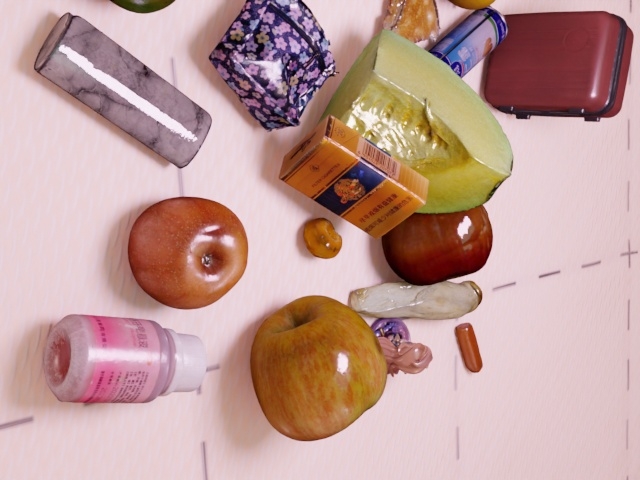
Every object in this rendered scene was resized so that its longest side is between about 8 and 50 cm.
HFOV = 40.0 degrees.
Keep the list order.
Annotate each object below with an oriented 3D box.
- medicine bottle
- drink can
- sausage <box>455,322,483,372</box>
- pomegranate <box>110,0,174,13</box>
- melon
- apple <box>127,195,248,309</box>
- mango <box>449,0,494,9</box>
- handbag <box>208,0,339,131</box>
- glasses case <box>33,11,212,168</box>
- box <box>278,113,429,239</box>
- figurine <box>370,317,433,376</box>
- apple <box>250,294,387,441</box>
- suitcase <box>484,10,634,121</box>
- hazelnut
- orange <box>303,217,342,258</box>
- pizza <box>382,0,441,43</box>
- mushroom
[{"bbox_3d":[-0.316,0.197,1.449,0.247,0.147,0.147,9,91,-40],"label":"medicine bottle"},{"bbox_3d":[0.303,-0.410,1.903,0.235,0.097,0.097,-44,121,-27],"label":"drink can"},{"bbox_3d":[0.350,0.254,2.069,0.041,0.039,0.131,-37,119,-38],"label":"sausage"},{"bbox_3d":[-0.306,-0.443,1.371,0.210,0.180,0.179,-4,101,-2],"label":"pomegranate"},{"bbox_3d":[0.186,-0.191,1.686,0.344,0.226,0.331,32,83,-14],"label":"melon"},{"bbox_3d":[-0.218,0.020,1.491,0.201,0.162,0.201,-7,101,-40],"label":"apple"},{"bbox_3d":[0.285,-0.574,1.818,0.139,0.175,0.254,-42,152,24],"label":"mango"},{"bbox_3d":[-0.083,-0.333,1.577,0.228,0.127,0.207,46,62,-33],"label":"handbag"},{"bbox_3d":[-0.316,-0.238,1.441,0.299,0.060,0.114,34,74,-37],"label":"glasses case"},{"bbox_3d":[0.062,-0.112,1.629,0.237,0.152,0.070,32,47,-19],"label":"box"},{"bbox_3d":[0.164,0.241,1.855,0.114,0.157,0.126,-42,128,-3],"label":"figurine"},{"bbox_3d":[-0.010,0.230,1.638,0.264,0.264,0.264,-6,100,-39],"label":"apple"},{"bbox_3d":[0.528,-0.390,1.961,0.161,0.297,0.236,11,90,-48],"label":"suitcase"},{"bbox_3d":[0.236,-0.015,1.829,0.230,0.229,0.229,-6,100,-39],"label":"hazelnut"},{"bbox_3d":[0.000,0.000,1.731,0.086,0.062,0.086,39,31,-29],"label":"orange"},{"bbox_3d":[0.173,-0.454,1.818,0.195,0.052,0.185,-51,130,-27],"label":"pizza"},{"bbox_3d":[0.217,0.127,1.899,0.333,0.107,0.087,5,58,-39],"label":"mushroom"}]
